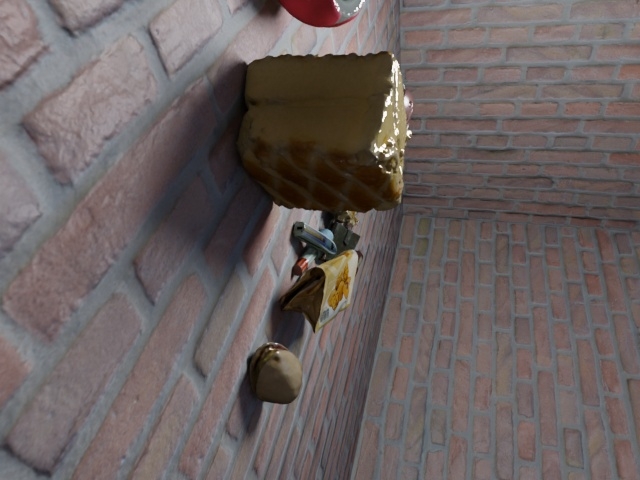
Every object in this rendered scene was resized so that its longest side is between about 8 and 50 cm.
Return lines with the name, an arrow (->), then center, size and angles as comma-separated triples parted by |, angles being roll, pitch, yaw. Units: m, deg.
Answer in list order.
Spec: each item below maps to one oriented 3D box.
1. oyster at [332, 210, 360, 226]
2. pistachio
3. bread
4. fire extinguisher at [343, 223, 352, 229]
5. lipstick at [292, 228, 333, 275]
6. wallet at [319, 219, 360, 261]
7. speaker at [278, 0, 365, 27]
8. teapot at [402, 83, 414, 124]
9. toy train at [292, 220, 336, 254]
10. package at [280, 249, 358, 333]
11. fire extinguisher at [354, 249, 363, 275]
oyster -> 0.105, -0.141, 1.904 | 0.361, 0.096, 0.221 | -58, 137, -62
pistachio -> -0.121, 0.374, 1.265 | 0.152, 0.126, 0.223 | -30, 132, -26
bread -> 0.024, -0.243, 1.117 | 0.390, 0.372, 0.279 | 53, 45, -68
fire extinguisher -> 0.129, -0.060, 2.120 | 0.039, 0.056, 0.132 | 118, -4, -52
lipstick -> -0.028, 0.042, 1.590 | 0.274, 0.061, 0.068 | -50, 143, -55
wallet -> 0.079, 0.024, 1.864 | 0.168, 0.044, 0.317 | -63, 157, 0
speaker -> 0.005, -0.679, 1.103 | 0.294, 0.295, 0.293 | 5, 90, -74
teapot -> 0.204, -0.482, 1.776 | 0.233, 0.313, 0.314 | -3, 98, -72
toy train -> 0.000, 0.000, 1.542 | 0.252, 0.048, 0.054 | 29, 62, -51
package -> -0.010, 0.144, 1.508 | 0.311, 0.165, 0.221 | -26, 128, -65
fire extinguisher -> 0.165, 0.113, 2.285 | 0.099, 0.071, 0.231 | -62, 179, 30
